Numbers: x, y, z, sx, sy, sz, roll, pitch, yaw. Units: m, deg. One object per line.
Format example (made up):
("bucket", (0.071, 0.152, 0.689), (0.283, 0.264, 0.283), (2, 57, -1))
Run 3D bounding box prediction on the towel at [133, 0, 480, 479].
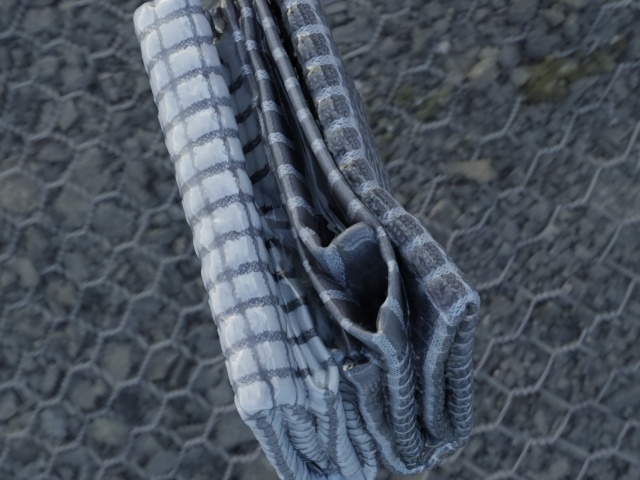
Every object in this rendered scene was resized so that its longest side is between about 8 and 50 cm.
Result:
("towel", (0.000, 0.000, 0.851), (0.121, 0.283, 0.235), (-17, 69, -1))
